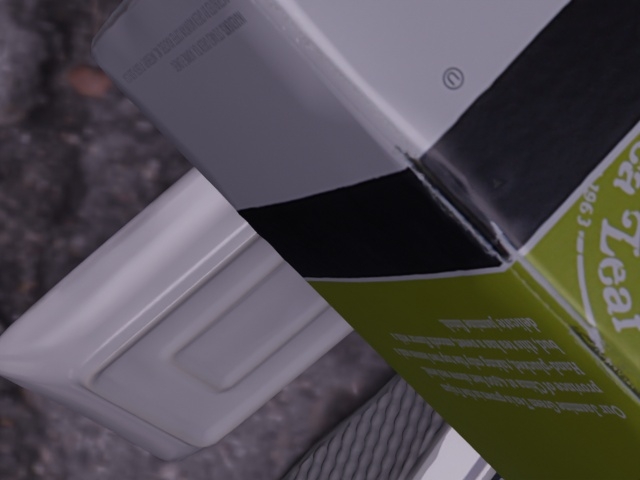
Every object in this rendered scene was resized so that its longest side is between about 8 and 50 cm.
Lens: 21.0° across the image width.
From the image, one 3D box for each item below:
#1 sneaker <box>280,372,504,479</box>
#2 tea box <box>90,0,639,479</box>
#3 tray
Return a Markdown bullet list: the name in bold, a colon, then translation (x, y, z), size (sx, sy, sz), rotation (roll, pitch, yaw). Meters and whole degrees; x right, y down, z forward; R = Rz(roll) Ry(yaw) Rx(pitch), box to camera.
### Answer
- **sneaker**: translation (0.073, 0.114, 0.754), size (0.127, 0.126, 0.321), rotation (34, 110, -18)
- **tea box**: translation (0.159, -0.073, 0.569), size (0.323, 0.220, 0.329), rotation (45, 78, -10)
- **tray**: translation (0.000, 0.000, 0.735), size (0.270, 0.030, 0.145), rotation (-40, 142, 10)
